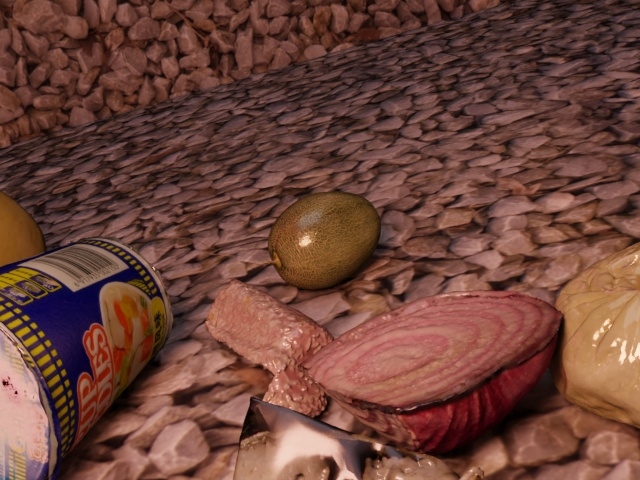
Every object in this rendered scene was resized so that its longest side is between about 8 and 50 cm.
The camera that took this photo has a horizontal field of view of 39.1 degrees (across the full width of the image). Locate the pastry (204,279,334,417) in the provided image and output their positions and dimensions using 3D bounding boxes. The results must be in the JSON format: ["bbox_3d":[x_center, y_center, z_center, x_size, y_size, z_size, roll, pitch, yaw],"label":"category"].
[{"bbox_3d":[-0.060,0.124,1.106,0.112,0.103,0.265,-56,35,4],"label":"pastry"}]

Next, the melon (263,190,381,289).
[{"bbox_3d":[0.000,0.000,1.324,0.192,0.139,0.139,-25,25,-25],"label":"melon"}]

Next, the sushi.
[{"bbox_3d":[0.034,0.247,0.780,0.272,0.134,0.109,12,45,22],"label":"sushi"}]

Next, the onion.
[{"bbox_3d":[0.132,0.144,0.941,0.247,0.111,0.250,-23,13,-20],"label":"onion"}]

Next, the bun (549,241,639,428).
[{"bbox_3d":[0.347,0.083,0.908,0.243,0.153,0.244,-9,26,5],"label":"bun"}]

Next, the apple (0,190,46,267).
[{"bbox_3d":[-0.626,0.021,1.469,0.295,0.233,0.258,8,64,27],"label":"apple"}]

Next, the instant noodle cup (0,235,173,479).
[{"bbox_3d":[-0.342,0.130,1.094,0.284,0.284,0.312,-4,17,23],"label":"instant noodle cup"}]
